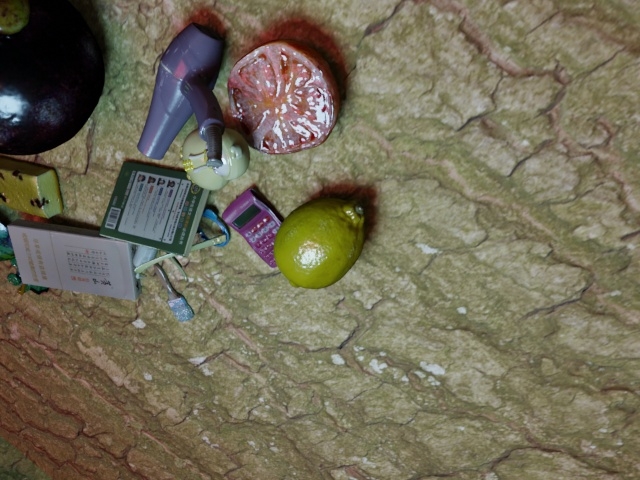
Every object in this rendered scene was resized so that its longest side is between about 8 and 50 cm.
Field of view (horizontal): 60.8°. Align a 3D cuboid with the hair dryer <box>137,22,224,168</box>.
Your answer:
[{"bbox_3d":[-0.261,-0.236,1.078,0.301,0.121,0.361,-56,40,23],"label":"hair dryer"}]

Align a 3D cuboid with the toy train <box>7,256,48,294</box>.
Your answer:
[{"bbox_3d":[-0.901,0.098,1.733,0.136,0.091,0.228,30,126,-3],"label":"toy train"}]

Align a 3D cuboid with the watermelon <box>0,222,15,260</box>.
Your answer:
[{"bbox_3d":[-1.012,-0.009,1.696,0.146,0.128,0.231,15,148,11],"label":"watermelon"}]

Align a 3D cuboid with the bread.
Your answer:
[{"bbox_3d":[-0.922,-0.168,1.604,0.361,0.077,0.138,13,121,21],"label":"bread"}]

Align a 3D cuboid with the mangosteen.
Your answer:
[{"bbox_3d":[-0.653,-0.383,1.135,0.382,0.382,0.435,43,163,0],"label":"mangosteen"}]

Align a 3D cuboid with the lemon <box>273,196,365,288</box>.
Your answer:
[{"bbox_3d":[0.000,0.000,1.158,0.184,0.184,0.248,42,116,1],"label":"lemon"}]

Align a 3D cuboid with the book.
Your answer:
[{"bbox_3d":[-0.408,-0.082,1.343,0.264,0.027,0.202,12,79,22],"label":"book"}]

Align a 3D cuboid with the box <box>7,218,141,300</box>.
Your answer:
[{"bbox_3d":[-0.707,0.057,1.582,0.365,0.051,0.205,8,120,8],"label":"box"}]

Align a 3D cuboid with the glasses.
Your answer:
[{"bbox_3d":[-0.362,0.014,1.377,0.239,0.207,0.102,16,163,20],"label":"glasses"}]

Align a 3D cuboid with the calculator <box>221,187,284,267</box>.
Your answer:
[{"bbox_3d":[-0.139,-0.027,1.307,0.190,0.034,0.126,47,126,-10],"label":"calculator"}]

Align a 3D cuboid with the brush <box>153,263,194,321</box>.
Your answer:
[{"bbox_3d":[-0.427,0.145,1.558,0.070,0.021,0.196,-16,106,34],"label":"brush"}]

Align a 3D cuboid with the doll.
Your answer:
[{"bbox_3d":[-0.229,-0.177,1.161,0.296,0.117,0.141,9,114,68],"label":"doll"}]

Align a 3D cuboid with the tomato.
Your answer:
[{"bbox_3d":[-0.067,-0.283,1.091,0.236,0.095,0.237,10,120,18],"label":"tomato"}]

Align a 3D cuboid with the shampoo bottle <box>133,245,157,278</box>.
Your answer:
[{"bbox_3d":[-0.484,0.041,1.505,0.056,0.056,0.195,37,126,5],"label":"shampoo bottle"}]
